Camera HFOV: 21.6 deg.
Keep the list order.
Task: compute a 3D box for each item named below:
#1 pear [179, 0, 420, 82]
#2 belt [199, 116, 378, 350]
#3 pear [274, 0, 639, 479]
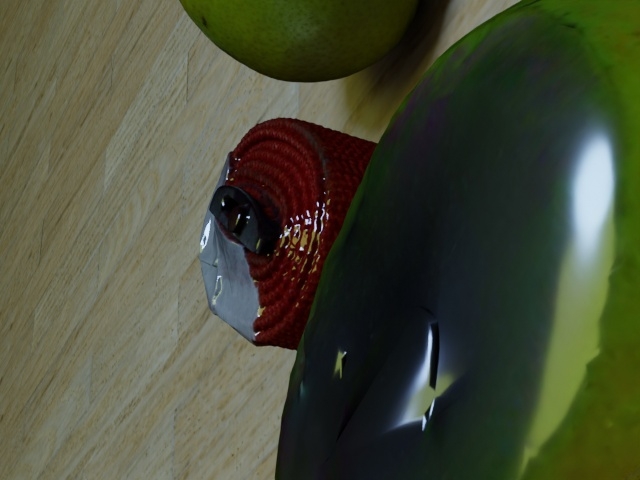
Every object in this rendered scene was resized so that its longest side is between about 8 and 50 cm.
[{"bbox_3d":[-0.014,-0.181,1.073,0.216,0.166,0.180,104,159,-74],"label":"pear"},{"bbox_3d":[0.000,0.000,0.958,0.201,0.124,0.128,28,102,68],"label":"belt"},{"bbox_3d":[0.093,0.057,0.617,0.399,0.165,0.399,-167,90,-70],"label":"pear"}]
